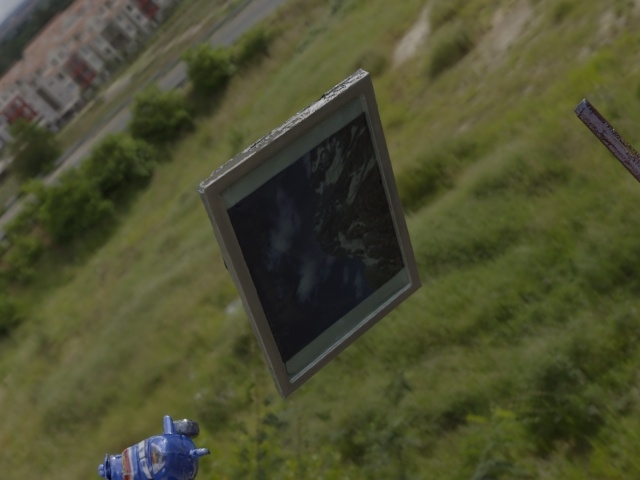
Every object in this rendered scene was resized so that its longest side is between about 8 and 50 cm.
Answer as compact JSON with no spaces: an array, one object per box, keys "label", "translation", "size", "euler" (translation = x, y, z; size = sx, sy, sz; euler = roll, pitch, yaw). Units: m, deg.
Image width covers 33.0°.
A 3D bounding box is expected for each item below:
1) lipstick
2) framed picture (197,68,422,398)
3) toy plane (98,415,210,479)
[{"label":"lipstick","translation":[0.349,-0.088,1.208],"size":[0.027,0.176,0.027],"euler":[-43,-4,-4]},{"label":"framed picture","translation":[0.000,0.000,1.050],"size":[0.209,0.281,0.019],"euler":[-39,43,-22]},{"label":"toy plane","translation":[-0.105,0.143,0.662],"size":[0.167,0.062,0.054],"euler":[120,145,-67]}]
